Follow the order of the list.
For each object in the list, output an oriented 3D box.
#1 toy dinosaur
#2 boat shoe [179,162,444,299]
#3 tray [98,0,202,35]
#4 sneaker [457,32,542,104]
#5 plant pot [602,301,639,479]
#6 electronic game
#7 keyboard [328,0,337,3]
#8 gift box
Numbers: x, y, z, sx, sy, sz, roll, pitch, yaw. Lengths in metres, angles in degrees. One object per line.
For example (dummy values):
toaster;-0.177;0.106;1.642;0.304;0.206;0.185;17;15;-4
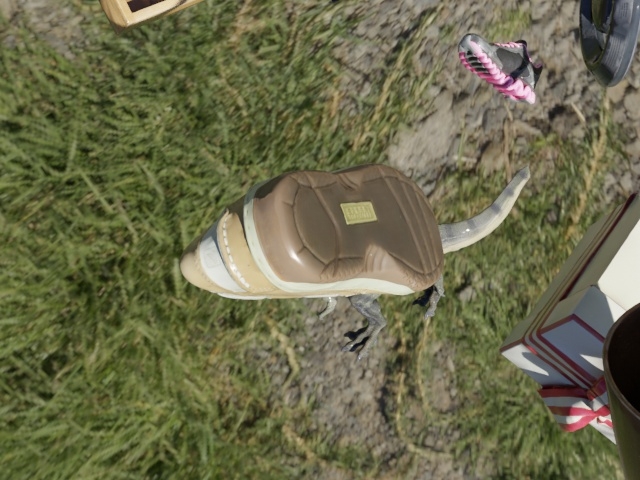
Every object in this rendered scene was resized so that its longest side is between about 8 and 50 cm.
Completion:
toy dinosaur;0.056;0.027;0.778;0.268;0.064;0.118;-16;126;-4
boat shoe;0.000;0.000;0.456;0.072;0.190;0.068;-21;77;26
tray;-0.308;-0.539;1.389;0.076;0.203;0.411;-8;110;60
sneaker;0.193;-0.193;0.977;0.119;0.047;0.057;29;89;-37
plant pot;0.338;0.188;0.745;0.215;0.215;0.230;-2;121;13
electronic game;0.381;-0.315;1.203;0.048;0.229;0.229;2;111;3
keyboard;0.083;-0.472;1.421;0.317;0.033;0.201;5;104;31
gift box;0.398;0.118;1.072;0.276;0.255;0.258;38;72;8
